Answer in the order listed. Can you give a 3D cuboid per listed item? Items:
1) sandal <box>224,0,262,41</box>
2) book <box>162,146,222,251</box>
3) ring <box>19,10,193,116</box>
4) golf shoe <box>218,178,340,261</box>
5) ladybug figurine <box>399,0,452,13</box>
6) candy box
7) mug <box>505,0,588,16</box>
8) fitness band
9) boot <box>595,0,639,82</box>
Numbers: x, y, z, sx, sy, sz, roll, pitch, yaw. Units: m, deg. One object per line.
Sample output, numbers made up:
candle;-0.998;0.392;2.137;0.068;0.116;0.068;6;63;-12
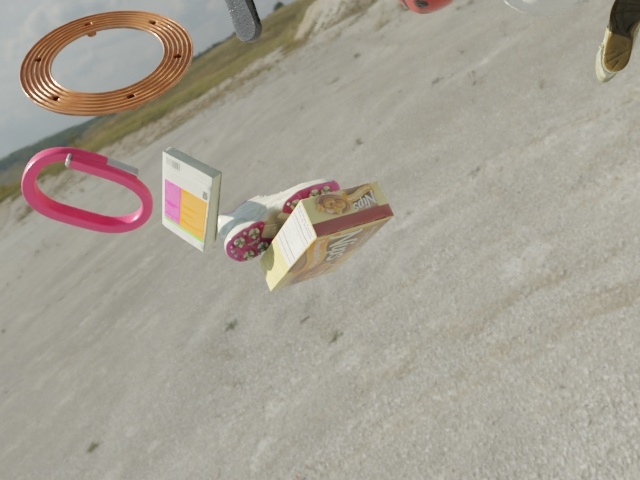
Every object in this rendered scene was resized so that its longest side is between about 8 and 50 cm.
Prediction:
sandal;-0.206;-0.633;1.363;0.097;0.255;0.054;-4;14;36
book;-0.207;-0.064;0.845;0.096;0.144;0.035;28;42;14
ring;-0.419;-0.353;1.066;0.336;0.032;0.337;-1;55;1
golf shoe;-0.102;-0.075;1.242;0.306;0.115;0.140;-28;45;-15
ladybug figurine;0.282;-0.839;1.642;0.305;0.449;0.162;44;103;30
candy box;0.000;0.000;1.149;0.183;0.088;0.316;-17;-17;-28
mug;0.454;-0.645;1.093;0.276;0.374;0.328;-24;17;36
fitness band;-0.544;-0.110;1.269;0.209;0.290;0.054;-49;37;33
boot;0.735;-0.507;1.318;0.077;0.213;0.165;15;9;19
